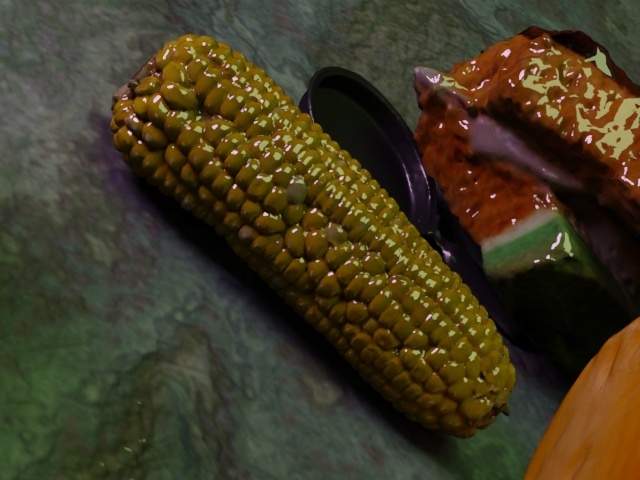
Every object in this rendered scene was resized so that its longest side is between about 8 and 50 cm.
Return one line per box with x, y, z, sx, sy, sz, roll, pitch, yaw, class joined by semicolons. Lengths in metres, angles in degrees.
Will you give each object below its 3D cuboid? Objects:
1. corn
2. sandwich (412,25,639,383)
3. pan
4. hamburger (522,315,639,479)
0.002;-0.003;1.075;0.313;0.102;0.102;42;32;-1;corn
0.171;-0.017;1.196;0.162;0.250;0.301;-40;71;-21;sandwich
0.063;-0.019;1.224;0.235;0.028;0.136;52;30;-3;pan
0.207;0.163;0.957;0.170;0.246;0.246;29;33;-6;hamburger
